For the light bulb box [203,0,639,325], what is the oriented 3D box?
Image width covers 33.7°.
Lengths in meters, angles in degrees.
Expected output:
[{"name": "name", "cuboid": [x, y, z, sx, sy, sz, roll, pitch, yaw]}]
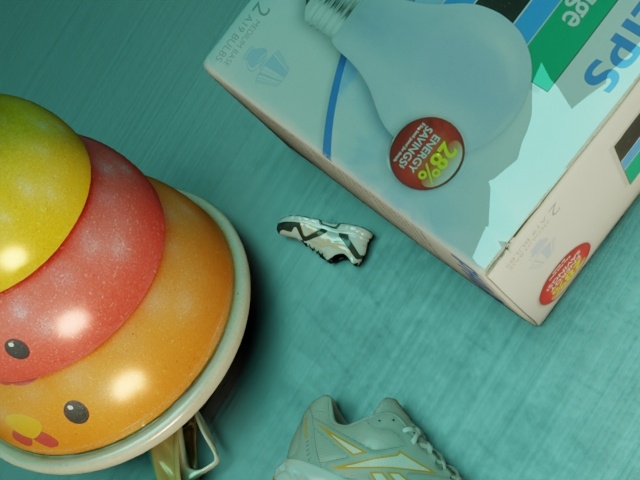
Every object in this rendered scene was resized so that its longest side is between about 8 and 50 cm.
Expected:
[{"name": "light bulb box", "cuboid": [0.153, -0.175, 1.019, 0.361, 0.225, 0.358, 38, 91, 27]}]

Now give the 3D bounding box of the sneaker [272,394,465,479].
[{"name": "sneaker", "cuboid": [0.083, 0.217, 1.016, 0.262, 0.099, 0.121, 12, 76, 23]}]

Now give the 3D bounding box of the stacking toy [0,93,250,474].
[{"name": "stacking toy", "cuboid": [-0.308, -0.020, 0.996, 0.351, 0.480, 0.350, -13, 53, 17]}]

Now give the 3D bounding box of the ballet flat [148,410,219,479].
[{"name": "ballet flat", "cuboid": [-0.138, 0.257, 1.104, 0.073, 0.080, 0.232, -16, 71, 6]}]

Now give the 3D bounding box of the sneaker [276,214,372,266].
[{"name": "sneaker", "cuboid": [0.000, 0.000, 1.135, 0.109, 0.040, 0.043, 10, 82, 24]}]
